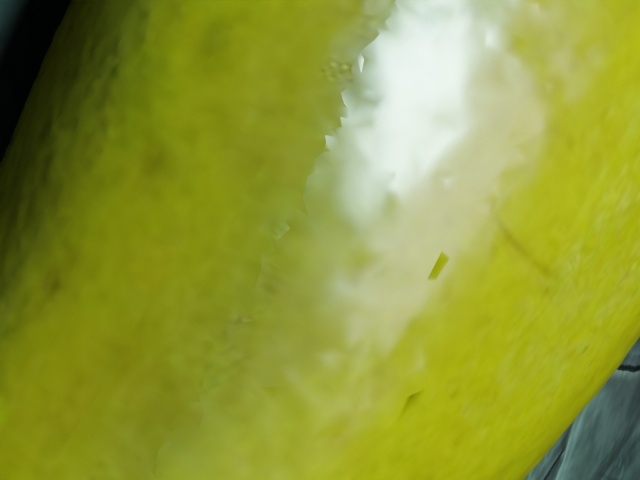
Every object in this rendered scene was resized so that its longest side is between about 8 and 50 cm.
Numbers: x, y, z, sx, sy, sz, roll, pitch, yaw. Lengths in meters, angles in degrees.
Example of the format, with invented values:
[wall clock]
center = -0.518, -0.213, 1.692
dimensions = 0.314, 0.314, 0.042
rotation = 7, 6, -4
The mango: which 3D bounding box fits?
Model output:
[mango]
center = 0.000, 0.000, 0.635
dimensions = 0.445, 0.221, 0.301
rotation = -56, 156, -21
